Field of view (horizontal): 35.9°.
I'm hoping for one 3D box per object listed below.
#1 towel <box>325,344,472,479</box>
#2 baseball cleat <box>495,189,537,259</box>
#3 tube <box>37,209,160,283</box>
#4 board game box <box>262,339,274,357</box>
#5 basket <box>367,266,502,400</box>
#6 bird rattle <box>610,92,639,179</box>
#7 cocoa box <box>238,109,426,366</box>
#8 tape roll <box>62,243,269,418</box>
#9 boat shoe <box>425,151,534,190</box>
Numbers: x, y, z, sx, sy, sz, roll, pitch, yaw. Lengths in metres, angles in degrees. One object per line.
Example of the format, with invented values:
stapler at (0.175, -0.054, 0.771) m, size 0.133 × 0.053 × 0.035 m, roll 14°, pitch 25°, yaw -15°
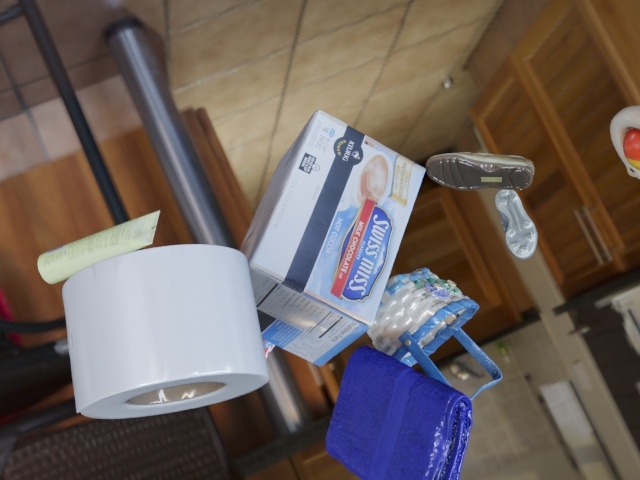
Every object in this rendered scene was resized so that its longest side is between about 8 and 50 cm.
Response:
towel at (0.138, 0.331, 1.738) m, size 0.076 × 0.227 × 0.308 m, roll 14°, pitch -176°, yaw -36°
baseball cleat at (0.444, -0.023, 2.203) m, size 0.072 × 0.205 × 0.109 m, roll -16°, pitch 138°, yaw 13°
tube at (-0.398, 0.016, 1.788) m, size 0.240 × 0.070 × 0.062 m, roll -21°, pitch 168°, yaw 18°
board game box at (-0.086, 0.154, 1.992) m, size 0.281 × 0.027 × 0.145 m, roll -56°, pitch -169°, yaw -29°
basket at (0.232, 0.200, 2.000) m, size 0.201 × 0.289 × 0.255 m, roll -43°, pitch 166°, yaw 22°
bird rattle at (0.552, -0.146, 1.617) m, size 0.143 × 0.253 × 0.207 m, roll -47°, pitch -147°, yaw -8°
cocoa box at (0.000, 0.000, 1.727) m, size 0.231 × 0.228 × 0.347 m, roll -47°, pitch -162°, yaw 57°
tape roll at (-0.200, 0.122, 1.284) m, size 0.246 × 0.169 × 0.246 m, roll -10°, pitch 163°, yaw -3°
boat shoe at (0.285, -0.129, 1.761) m, size 0.190 × 0.068 × 0.072 m, roll 9°, pitch -145°, yaw 12°
